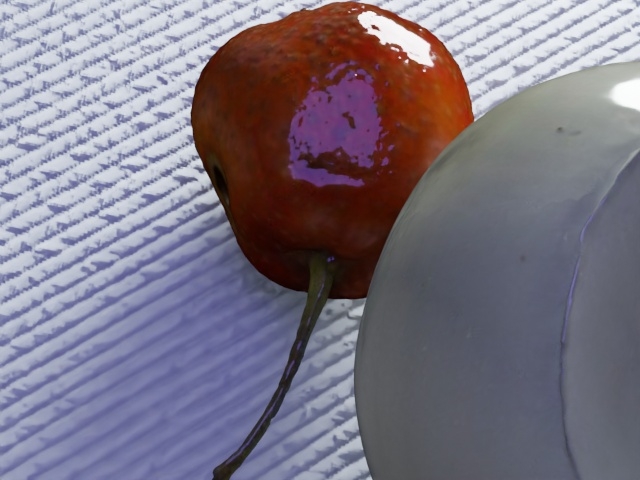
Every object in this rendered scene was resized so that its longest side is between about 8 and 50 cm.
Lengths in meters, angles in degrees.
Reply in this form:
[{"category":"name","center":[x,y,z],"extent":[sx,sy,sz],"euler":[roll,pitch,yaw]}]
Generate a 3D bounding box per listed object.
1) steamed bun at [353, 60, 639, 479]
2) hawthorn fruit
[{"category":"steamed bun","center":[0.166,0.066,0.981],"extent":[0.324,0.206,0.324],"euler":[4,83,-33]},{"category":"hawthorn fruit","center":[0.000,0.000,1.036],"extent":[0.165,0.165,0.285],"euler":[10,57,-5]}]
